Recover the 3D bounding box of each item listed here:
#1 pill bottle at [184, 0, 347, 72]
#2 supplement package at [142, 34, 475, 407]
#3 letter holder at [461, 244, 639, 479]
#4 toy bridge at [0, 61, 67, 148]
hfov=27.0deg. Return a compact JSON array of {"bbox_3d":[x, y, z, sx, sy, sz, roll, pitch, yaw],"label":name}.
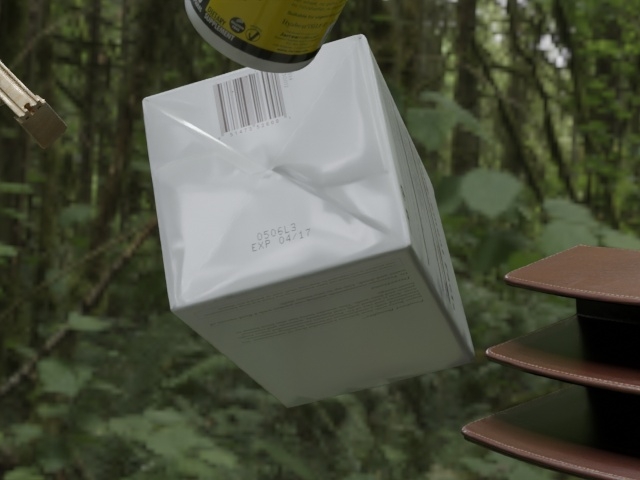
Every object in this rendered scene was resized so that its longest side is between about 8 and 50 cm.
[{"bbox_3d":[-0.007,-0.132,0.551,0.065,0.065,0.116,4,-44,-32],"label":"pill bottle"},{"bbox_3d":[0.000,0.000,1.054,0.177,0.175,0.293,-15,-24,9],"label":"supplement package"},{"bbox_3d":[0.279,0.111,1.198,0.214,0.152,0.301,-16,13,-33],"label":"letter holder"},{"bbox_3d":[-0.252,-0.131,0.997,0.188,0.026,0.063,40,-10,46],"label":"toy bridge"}]
